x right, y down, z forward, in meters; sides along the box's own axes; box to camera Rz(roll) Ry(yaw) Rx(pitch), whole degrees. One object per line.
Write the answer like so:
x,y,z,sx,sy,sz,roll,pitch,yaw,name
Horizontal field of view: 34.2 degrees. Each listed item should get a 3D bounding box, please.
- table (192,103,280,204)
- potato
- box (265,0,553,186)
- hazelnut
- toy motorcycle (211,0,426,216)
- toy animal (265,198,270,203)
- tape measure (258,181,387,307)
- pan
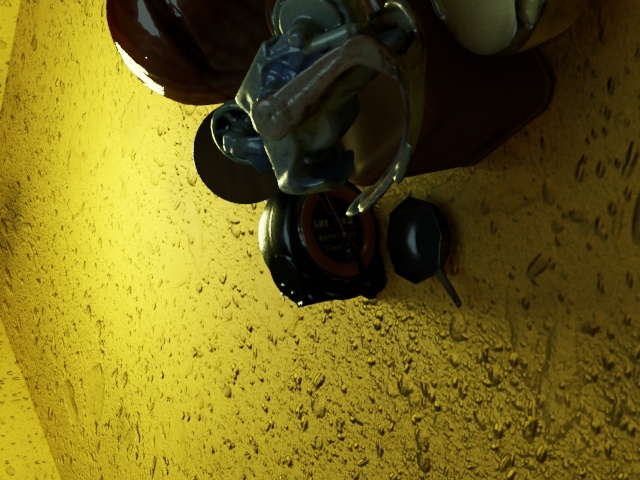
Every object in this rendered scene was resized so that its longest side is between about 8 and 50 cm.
-0.139,-0.157,1.763,0.226,0.167,0.167,-137,50,-77,table
0.251,-0.372,1.290,0.242,0.242,0.286,-46,62,48,potato
0.109,-0.267,1.440,0.239,0.229,0.340,-41,71,51,box
-0.150,-0.405,1.727,0.359,0.409,0.359,35,152,21,hazelnut
-0.002,-0.155,1.283,0.241,0.182,0.319,57,138,20,toy motorcycle
-0.093,-0.119,1.929,0.131,0.103,0.221,-55,48,41,toy animal
0.000,0.000,1.711,0.135,0.202,0.223,-18,82,51,tape measure
0.167,0.032,1.595,0.128,0.048,0.202,-45,54,50,pan
